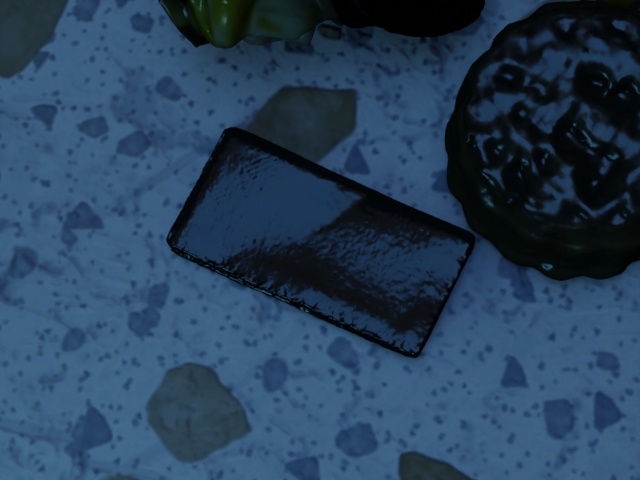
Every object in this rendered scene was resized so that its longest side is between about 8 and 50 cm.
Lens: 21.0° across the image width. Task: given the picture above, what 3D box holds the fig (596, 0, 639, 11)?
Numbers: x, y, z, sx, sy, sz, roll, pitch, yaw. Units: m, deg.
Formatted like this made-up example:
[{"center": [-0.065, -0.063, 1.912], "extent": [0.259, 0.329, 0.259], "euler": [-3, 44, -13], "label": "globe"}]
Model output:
[{"center": [0.299, -0.244, 1.515], "extent": [0.093, 0.093, 0.166], "euler": [28, 40, 12], "label": "fig"}]

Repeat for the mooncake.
[{"center": [0.215, -0.086, 1.440], "extent": [0.228, 0.124, 0.228], "euler": [-1, 75, 3], "label": "mooncake"}]

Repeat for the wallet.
[{"center": [0.000, 0.000, 1.482], "extent": [0.244, 0.025, 0.124], "euler": [24, 77, 12], "label": "wallet"}]

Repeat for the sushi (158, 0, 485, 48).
[{"center": [-0.010, -0.329, 1.430], "extent": [0.285, 0.328, 0.329], "euler": [-6, 75, 14], "label": "sushi"}]
